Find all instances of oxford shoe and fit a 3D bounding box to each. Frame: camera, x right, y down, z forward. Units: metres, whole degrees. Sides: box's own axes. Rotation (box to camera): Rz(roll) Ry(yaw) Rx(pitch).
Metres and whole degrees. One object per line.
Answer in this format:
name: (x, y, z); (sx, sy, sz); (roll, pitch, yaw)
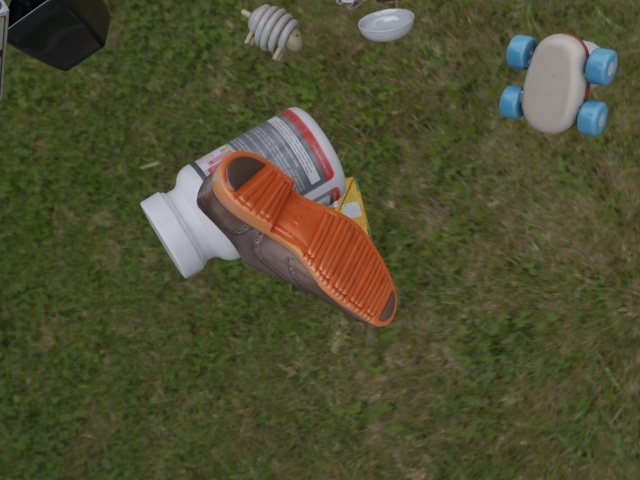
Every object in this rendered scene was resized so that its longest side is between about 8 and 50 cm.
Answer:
oxford shoe: (-0.033, 0.012, 1.267); (0.364, 0.130, 0.133); (42, 141, -12)

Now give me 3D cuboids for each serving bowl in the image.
serving bowl: (0.099, -0.314, 1.203); (0.084, 0.083, 0.027); (3, 128, 23)

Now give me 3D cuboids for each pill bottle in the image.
pill bottle: (-0.151, -0.090, 1.591); (0.363, 0.210, 0.210); (-31, 73, -11)

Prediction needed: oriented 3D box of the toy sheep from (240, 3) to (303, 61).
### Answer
toy sheep: (-0.088, -0.379, 1.463); (0.132, 0.091, 0.091); (30, 98, 2)

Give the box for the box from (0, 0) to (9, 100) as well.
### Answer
box: (-0.487, -0.286, 1.052); (0.087, 0.290, 0.169); (-30, 89, -26)

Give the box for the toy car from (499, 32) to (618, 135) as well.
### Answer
toy car: (0.548, -0.349, 1.765); (0.219, 0.238, 0.210); (20, 119, 35)

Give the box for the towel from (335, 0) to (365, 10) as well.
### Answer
towel: (0.070, -0.499, 1.202); (0.187, 0.049, 0.282); (-29, 64, 37)

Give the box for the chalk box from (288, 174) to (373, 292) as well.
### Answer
chalk box: (0.000, 0.000, 1.865); (0.180, 0.289, 0.179); (-9, 70, -9)

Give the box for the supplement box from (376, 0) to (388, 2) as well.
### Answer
supplement box: (0.106, -0.424, 1.281); (0.043, 0.055, 0.083); (-19, 91, 49)

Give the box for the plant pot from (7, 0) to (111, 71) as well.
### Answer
plant pot: (-0.581, -0.496, 1.825); (0.188, 0.167, 0.187); (-25, 43, 20)
